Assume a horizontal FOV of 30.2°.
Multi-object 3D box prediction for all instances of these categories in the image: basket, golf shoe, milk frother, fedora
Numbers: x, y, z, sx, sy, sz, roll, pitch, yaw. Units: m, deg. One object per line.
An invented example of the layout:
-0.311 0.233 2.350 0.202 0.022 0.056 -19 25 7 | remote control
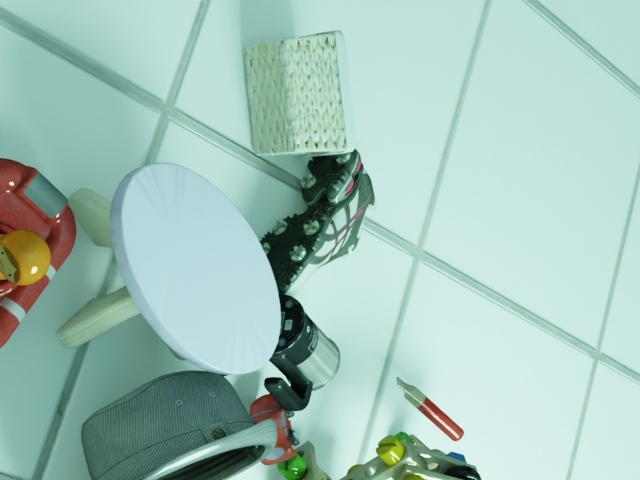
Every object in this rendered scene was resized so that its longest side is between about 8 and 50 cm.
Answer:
-0.031 -0.195 1.606 0.103 0.113 0.167 -8 95 -37 | basket
0.000 0.000 1.639 0.120 0.105 0.273 52 59 -36 | golf shoe
-0.069 0.148 1.576 0.129 0.143 0.135 -63 147 -18 | milk frother
-0.188 0.240 1.424 0.275 0.244 0.124 -16 70 -31 | fedora

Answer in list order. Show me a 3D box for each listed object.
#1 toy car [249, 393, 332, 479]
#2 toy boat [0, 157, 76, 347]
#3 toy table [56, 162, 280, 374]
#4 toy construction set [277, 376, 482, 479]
-0.033 0.321 1.526 0.053 0.225 0.239 49 58 -57 | toy car
-0.349 0.020 1.297 0.151 0.151 0.231 47 61 -30 | toy boat
-0.186 0.043 1.425 0.252 0.161 0.274 -33 106 -39 | toy table
0.076 0.315 1.649 0.237 0.257 0.309 44 41 -18 | toy construction set
